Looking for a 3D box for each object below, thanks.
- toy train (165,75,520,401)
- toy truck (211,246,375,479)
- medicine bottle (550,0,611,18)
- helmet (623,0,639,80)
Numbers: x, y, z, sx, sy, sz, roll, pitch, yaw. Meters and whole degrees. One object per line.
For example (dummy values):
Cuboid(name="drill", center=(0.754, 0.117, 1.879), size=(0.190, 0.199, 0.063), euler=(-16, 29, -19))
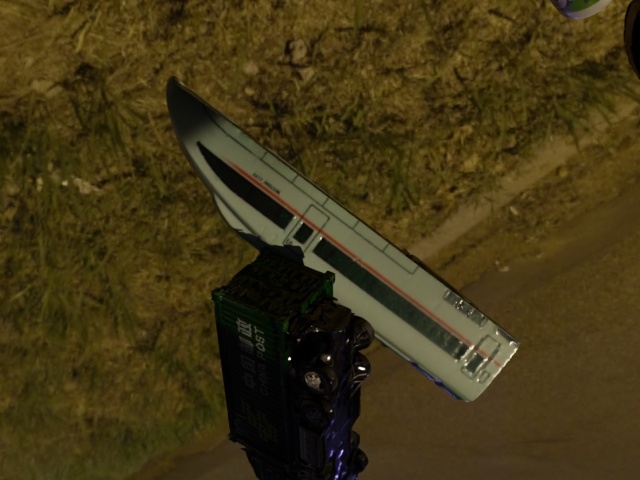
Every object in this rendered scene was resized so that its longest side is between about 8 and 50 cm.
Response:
Cuboid(name="toy train", center=(0.000, 0.000, 0.623), size=(0.407, 0.088, 0.086), euler=(38, -175, -4))
Cuboid(name="toy truck", center=(-0.020, 0.148, 0.608), size=(0.121, 0.088, 0.259), euler=(19, 129, 28))
Cuboid(name="medicine bottle", center=(0.179, -0.259, 0.524), size=(0.061, 0.092, 0.220), euler=(-29, 139, 31))
Cuboid(name="helmet", center=(0.359, -0.204, 0.658), size=(0.057, 0.111, 0.089), euler=(-12, 134, 4))
